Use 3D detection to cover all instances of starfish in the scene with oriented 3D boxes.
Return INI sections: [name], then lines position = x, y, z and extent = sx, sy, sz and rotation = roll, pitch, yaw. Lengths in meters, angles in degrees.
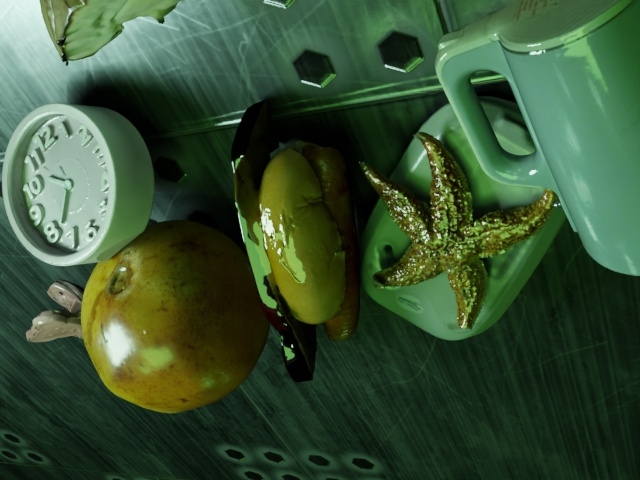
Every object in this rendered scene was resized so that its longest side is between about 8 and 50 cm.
[starfish]
position = 0.137, -0.008, 0.773
extent = 0.240, 0.043, 0.227
rotation = -25, 109, 33

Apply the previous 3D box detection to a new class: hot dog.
[hot dog]
position = -0.002, 0.002, 0.858
extent = 0.107, 0.194, 0.326
rotation = -4, 130, 17

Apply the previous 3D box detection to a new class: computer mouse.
[computer mouse]
position = 0.162, -0.017, 0.836
extent = 0.197, 0.095, 0.331
rotation = 29, 130, 3

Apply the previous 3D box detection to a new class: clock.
[clock]
position = -0.301, -0.069, 0.895
extent = 0.197, 0.068, 0.196
rotation = 2, 95, 29

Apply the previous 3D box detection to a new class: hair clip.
[hair clip]
position = -0.423, 0.145, 1.247
extent = 0.138, 0.102, 0.123
rotation = 36, 140, -20

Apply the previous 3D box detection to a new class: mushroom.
[mushroom]
position = -0.184, -0.288, 0.662
extent = 0.286, 0.156, 0.151
rotation = -24, 96, 38

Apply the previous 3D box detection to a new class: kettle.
[kettle]
position = 0.226, -0.104, 0.610
extent = 0.211, 0.160, 0.243
rotation = -10, 133, 43

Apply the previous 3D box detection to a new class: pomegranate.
[pomegranate]
position = -0.195, 0.104, 0.993
extent = 0.264, 0.264, 0.264
rotation = 11, 139, 10
